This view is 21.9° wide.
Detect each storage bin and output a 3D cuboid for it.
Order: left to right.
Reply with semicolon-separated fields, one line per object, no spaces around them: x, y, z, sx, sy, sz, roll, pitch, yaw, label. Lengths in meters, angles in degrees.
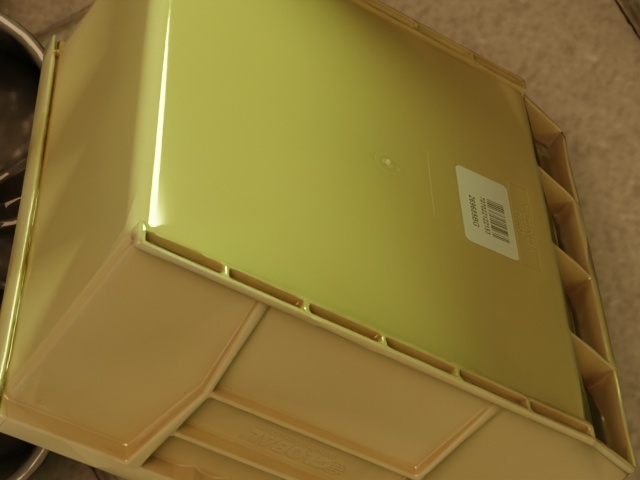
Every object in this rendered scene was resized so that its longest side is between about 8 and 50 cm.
0.000;0.000;0.781;0.123;0.260;0.262;-49;27;33;storage bin

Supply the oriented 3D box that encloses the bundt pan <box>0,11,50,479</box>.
-0.264;0.007;0.928;0.331;0.124;0.331;0;91;3;bundt pan
